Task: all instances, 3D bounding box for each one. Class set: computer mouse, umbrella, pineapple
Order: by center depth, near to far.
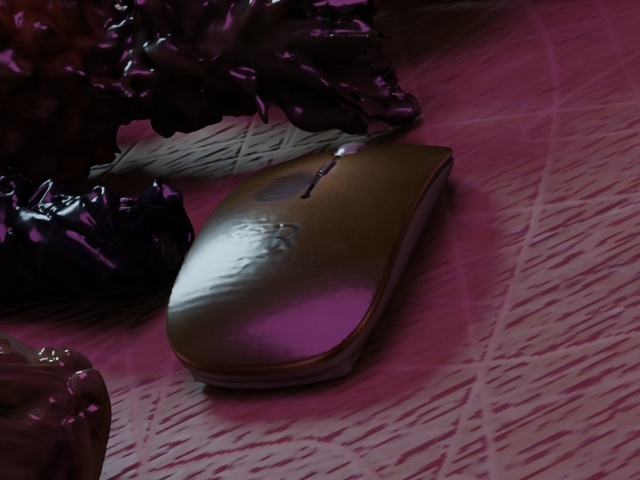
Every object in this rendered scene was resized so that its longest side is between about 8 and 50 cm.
[{"bbox_3d":[-0.001,-0.001,0.850,0.102,0.045,0.199,-3,30,23],"label":"computer mouse"},{"bbox_3d":[-0.173,0.004,0.925,0.224,0.071,0.080,-10,-2,25],"label":"umbrella"},{"bbox_3d":[-0.126,-0.089,1.003,0.361,0.175,0.175,1,28,7],"label":"pineapple"}]

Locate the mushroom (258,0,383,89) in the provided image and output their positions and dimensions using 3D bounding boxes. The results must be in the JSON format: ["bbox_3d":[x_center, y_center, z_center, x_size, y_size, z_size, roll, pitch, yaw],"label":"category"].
[{"bbox_3d":[-0.019,-0.217,1.104,0.278,0.146,0.278,-24,53,37],"label":"mushroom"}]

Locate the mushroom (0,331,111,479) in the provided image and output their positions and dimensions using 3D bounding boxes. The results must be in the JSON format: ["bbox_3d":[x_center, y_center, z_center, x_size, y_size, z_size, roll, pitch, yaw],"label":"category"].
[{"bbox_3d":[-0.273,0.102,0.673,0.397,0.177,0.126,-23,7,-9],"label":"mushroom"}]
